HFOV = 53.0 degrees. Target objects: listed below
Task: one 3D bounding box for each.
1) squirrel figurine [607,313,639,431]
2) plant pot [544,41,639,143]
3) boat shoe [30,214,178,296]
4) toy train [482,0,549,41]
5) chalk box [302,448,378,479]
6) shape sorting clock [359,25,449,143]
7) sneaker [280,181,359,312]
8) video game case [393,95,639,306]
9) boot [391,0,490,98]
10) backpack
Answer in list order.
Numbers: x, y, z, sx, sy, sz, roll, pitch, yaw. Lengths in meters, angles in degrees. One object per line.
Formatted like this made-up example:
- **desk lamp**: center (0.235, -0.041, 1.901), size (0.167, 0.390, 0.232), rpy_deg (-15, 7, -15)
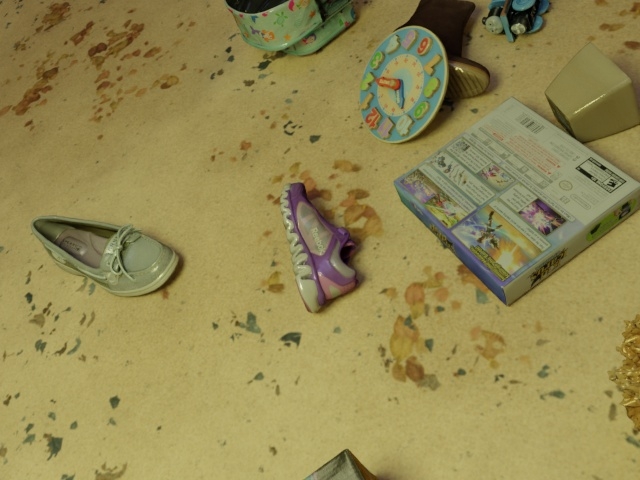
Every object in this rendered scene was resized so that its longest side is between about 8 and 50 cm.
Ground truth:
- **squirrel figurine**: center (0.476, 0.088, 0.568), size (0.397, 0.370, 0.281), rpy_deg (-36, 50, -3)
- **plant pot**: center (0.415, -0.217, 0.995), size (0.096, 0.109, 0.109), rpy_deg (-33, 49, 14)
- **boat shoe**: center (-0.402, 0.018, 1.180), size (0.320, 0.103, 0.118), rpy_deg (14, 63, 31)
- **toy train**: center (0.368, -0.453, 1.200), size (0.105, 0.080, 0.184), rpy_deg (5, 61, 37)
- **chalk box**: center (-0.005, 0.369, 0.738), size (0.213, 0.132, 0.132), rpy_deg (-35, 51, -2)
- **shape sorting clock**: center (0.140, -0.274, 1.130), size (0.206, 0.040, 0.206), rpy_deg (-2, 87, 52)
- **sneaker**: center (0.000, 0.000, 1.032), size (0.104, 0.095, 0.236), rpy_deg (-18, 56, 3)
- **video game case**: center (0.285, -0.070, 0.968), size (0.244, 0.061, 0.269), rpy_deg (-35, 50, -4)
- **boot**: center (0.236, -0.372, 1.186), size (0.248, 0.090, 0.207), rpy_deg (22, 69, 38)
- **backpack**: center (-0.064, -0.503, 1.348), size (0.253, 0.191, 0.225), rpy_deg (-39, 47, -16)
